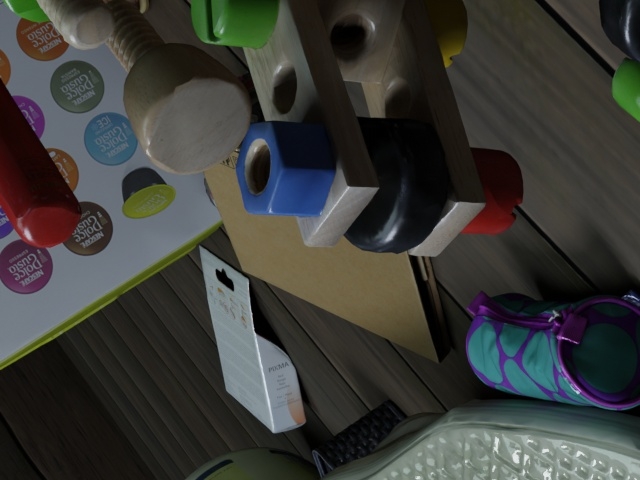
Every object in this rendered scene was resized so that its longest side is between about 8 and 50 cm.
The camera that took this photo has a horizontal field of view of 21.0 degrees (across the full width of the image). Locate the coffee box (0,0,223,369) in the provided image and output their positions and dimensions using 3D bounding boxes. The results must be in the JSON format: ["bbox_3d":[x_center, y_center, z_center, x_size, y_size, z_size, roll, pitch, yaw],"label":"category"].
[{"bbox_3d":[-0.331,-0.058,1.733,0.334,0.337,0.338,58,165,-2],"label":"coffee box"}]

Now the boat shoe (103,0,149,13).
[{"bbox_3d":[-0.182,-0.215,1.469,0.064,0.060,0.178,59,166,-5],"label":"boat shoe"}]

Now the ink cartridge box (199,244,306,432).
[{"bbox_3d":[-0.074,0.100,1.860,0.145,0.045,0.179,-149,48,-61],"label":"ink cartridge box"}]

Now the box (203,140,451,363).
[{"bbox_3d":[0.000,0.000,1.286,0.201,0.021,0.164,24,149,33],"label":"box"}]

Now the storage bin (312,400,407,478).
[{"bbox_3d":[0.083,0.244,1.522,0.180,0.084,0.122,44,160,40],"label":"storage bin"}]

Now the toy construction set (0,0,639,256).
[{"bbox_3d":[-0.018,-0.137,0.680,0.237,0.309,0.257,50,157,43],"label":"toy construction set"}]

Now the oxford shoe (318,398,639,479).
[{"bbox_3d":[0.132,0.172,1.156,0.169,0.130,0.449,61,151,-2],"label":"oxford shoe"}]

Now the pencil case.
[{"bbox_3d":[0.137,0.060,0.998,0.070,0.064,0.151,44,167,-11],"label":"pencil case"}]

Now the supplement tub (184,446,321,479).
[{"bbox_3d":[-0.026,0.372,1.837,0.235,0.235,0.325,63,165,-21],"label":"supplement tub"}]

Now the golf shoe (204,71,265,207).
[{"bbox_3d":[-0.047,-0.048,1.366,0.086,0.067,0.186,50,163,23],"label":"golf shoe"}]
